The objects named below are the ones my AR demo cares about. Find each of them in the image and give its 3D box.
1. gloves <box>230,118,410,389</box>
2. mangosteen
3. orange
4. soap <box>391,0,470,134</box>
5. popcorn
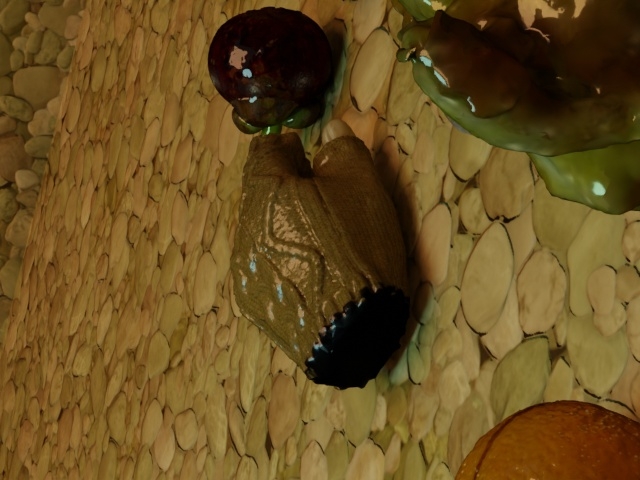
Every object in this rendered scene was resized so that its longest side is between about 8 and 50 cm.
[{"bbox_3d":[-0.011,0.001,1.626,0.203,0.155,0.356,-63,25,26],"label":"gloves"},{"bbox_3d":[-0.050,-0.189,1.836,0.146,0.156,0.181,-14,97,38],"label":"mangosteen"},{"bbox_3d":[0.175,0.210,1.108,0.193,0.161,0.193,-35,49,52],"label":"orange"},{"bbox_3d":[0.175,-0.264,1.323,0.259,0.143,0.281,-103,33,-51],"label":"soap"},{"bbox_3d":[0.194,-0.179,1.065,0.326,0.290,0.321,3,69,37],"label":"popcorn"}]
